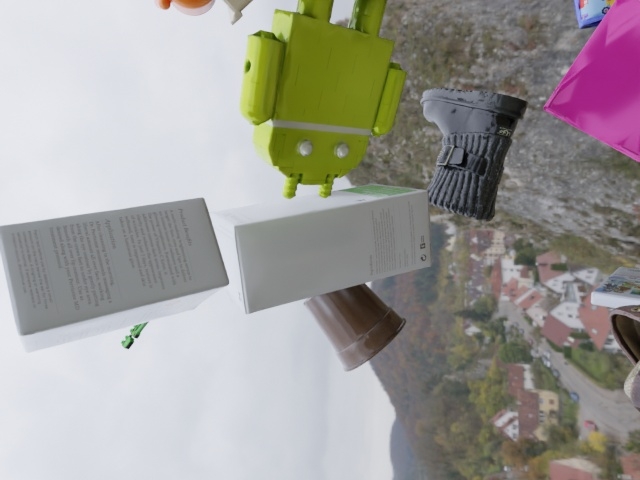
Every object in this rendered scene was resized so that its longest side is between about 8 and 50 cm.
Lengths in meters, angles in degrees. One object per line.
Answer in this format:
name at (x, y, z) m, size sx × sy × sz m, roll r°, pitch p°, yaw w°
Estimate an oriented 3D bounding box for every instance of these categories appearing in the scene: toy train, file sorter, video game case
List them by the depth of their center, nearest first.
file sorter at (0.616, -0.322, 0.885) m, size 0.182 × 0.202 × 0.291 m, roll -9°, pitch -46°, yaw -49°
toy train at (-0.381, 0.188, 0.981) m, size 0.083 × 0.023 × 0.017 m, roll -54°, pitch -36°, yaw -5°
video game case at (0.843, 0.127, 1.092) m, size 0.300 × 0.329 × 0.036 m, roll -13°, pitch -74°, yaw -46°

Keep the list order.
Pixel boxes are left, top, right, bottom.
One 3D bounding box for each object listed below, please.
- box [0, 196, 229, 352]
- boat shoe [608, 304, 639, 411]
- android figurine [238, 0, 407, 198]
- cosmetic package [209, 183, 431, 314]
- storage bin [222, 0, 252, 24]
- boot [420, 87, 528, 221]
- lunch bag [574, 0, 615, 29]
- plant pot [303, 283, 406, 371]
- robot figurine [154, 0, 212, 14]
box at (-0.195, 0.033, 0.451) m, size 0.130 × 0.170 × 0.091 m, roll -33°, pitch 73°, yaw 55°
boat shoe at (0.329, 0.140, 0.403) m, size 0.342 × 0.123 × 0.123 m, roll -49°, pitch -44°, yaw -62°
android figurine at (0.006, -0.183, 0.605) m, size 0.248 × 0.056 × 0.273 m, roll -3°, pitch -64°, yaw -40°
cosmetic package at (0.000, 0.000, 0.874) m, size 0.197 × 0.365 × 0.155 m, roll 21°, pitch 119°, yaw 62°
storage bin at (-0.035, -0.370, 0.425) m, size 0.123 × 0.262 × 0.260 m, roll 39°, pitch -156°, yaw -40°
boot at (0.301, -0.202, 1.075) m, size 0.348 × 0.131 × 0.260 m, roll -122°, pitch 42°, yaw -68°
lunch bag at (0.707, -0.618, 1.071) m, size 0.138 × 0.293 × 0.221 m, roll -13°, pitch -83°, yaw -76°
plant pot at (0.062, 0.154, 0.987) m, size 0.165 × 0.167 × 0.167 m, roll 51°, pitch -165°, yaw 2°
robot figurine at (-0.301, -0.589, 1.088) m, size 0.219 × 0.128 × 0.158 m, roll -125°, pitch 55°, yaw -69°
